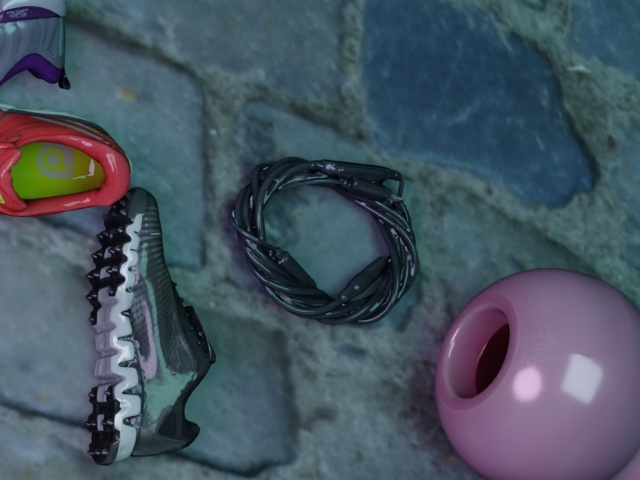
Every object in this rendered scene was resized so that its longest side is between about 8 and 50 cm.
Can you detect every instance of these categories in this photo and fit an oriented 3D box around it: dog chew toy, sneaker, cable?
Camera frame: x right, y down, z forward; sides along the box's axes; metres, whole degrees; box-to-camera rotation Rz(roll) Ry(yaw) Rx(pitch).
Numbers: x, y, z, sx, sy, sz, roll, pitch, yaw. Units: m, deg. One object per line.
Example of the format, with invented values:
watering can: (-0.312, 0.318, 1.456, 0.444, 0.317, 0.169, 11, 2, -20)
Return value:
dog chew toy: (0.267, 0.156, 1.733, 0.332, 0.207, 0.206, 25, 71, -29)
sneaker: (-0.283, -0.067, 1.531, 0.279, 0.118, 0.107, -2, 105, -25)
sneaker: (-0.313, -0.151, 1.571, 0.224, 0.083, 0.098, -10, 105, -19)
sneaker: (-0.140, 0.074, 1.616, 0.106, 0.078, 0.234, 5, 83, -28)
cable: (0.000, 0.000, 1.715, 0.185, 0.047, 0.150, 5, 84, -27)
